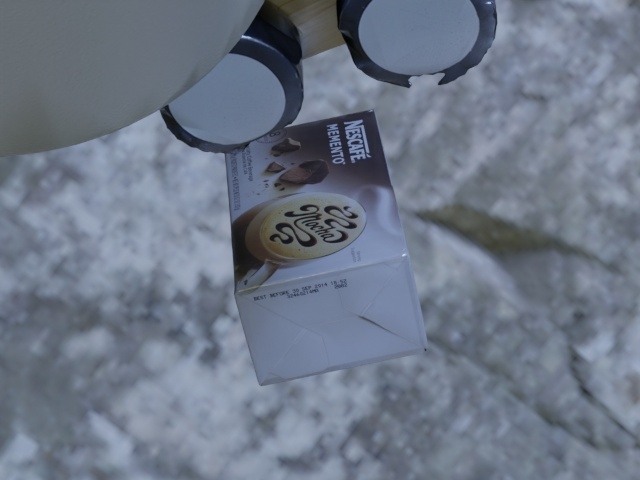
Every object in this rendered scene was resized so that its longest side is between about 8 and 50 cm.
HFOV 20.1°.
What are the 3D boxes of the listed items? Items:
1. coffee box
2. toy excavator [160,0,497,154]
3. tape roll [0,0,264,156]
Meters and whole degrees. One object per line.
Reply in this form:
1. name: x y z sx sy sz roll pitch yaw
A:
1. coffee box: 0.000 0.000 1.799 0.168 0.119 0.297 -12 32 2
2. toy excavator: -0.008 -0.321 1.134 0.433 0.445 0.222 -20 42 17
3. tape roll: -0.124 -0.173 0.640 0.169 0.246 0.246 103 -168 -65
